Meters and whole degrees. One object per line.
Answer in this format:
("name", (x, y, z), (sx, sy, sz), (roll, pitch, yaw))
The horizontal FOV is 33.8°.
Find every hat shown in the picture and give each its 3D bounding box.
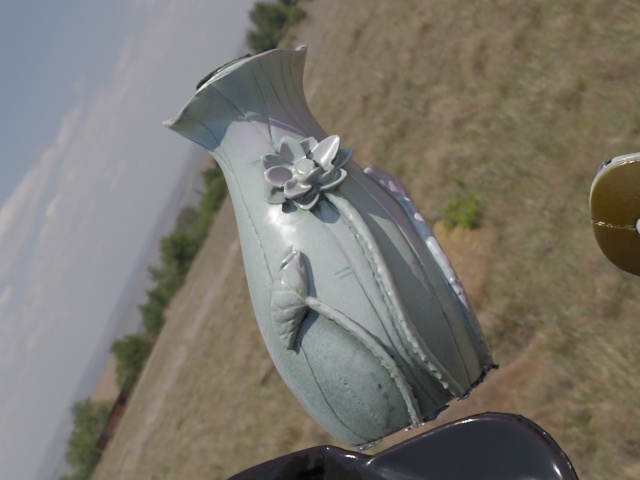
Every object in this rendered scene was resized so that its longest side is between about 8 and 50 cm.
("hat", (0.066, 0.292, 0.859), (0.336, 0.209, 0.238), (-14, 26, 18))

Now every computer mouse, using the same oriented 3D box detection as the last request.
("computer mouse", (0.332, -0.034, 0.807), (0.056, 0.245, 0.126), (-85, -19, -52))

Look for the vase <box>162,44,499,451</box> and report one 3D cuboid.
("vase", (0.000, 0.000, 1.194), (0.250, 0.445, 0.250), (-29, -1, 0))
